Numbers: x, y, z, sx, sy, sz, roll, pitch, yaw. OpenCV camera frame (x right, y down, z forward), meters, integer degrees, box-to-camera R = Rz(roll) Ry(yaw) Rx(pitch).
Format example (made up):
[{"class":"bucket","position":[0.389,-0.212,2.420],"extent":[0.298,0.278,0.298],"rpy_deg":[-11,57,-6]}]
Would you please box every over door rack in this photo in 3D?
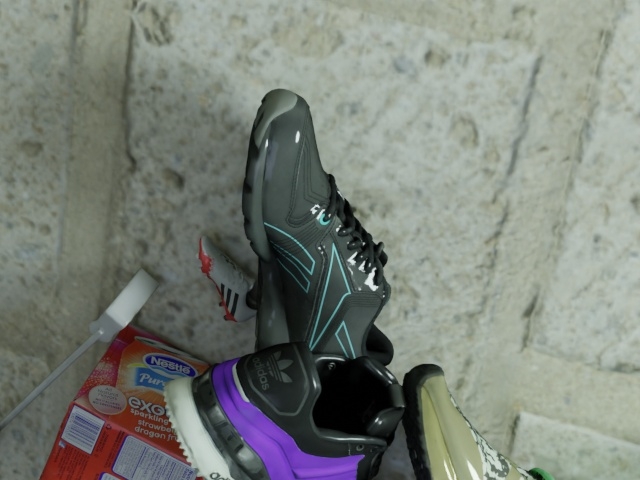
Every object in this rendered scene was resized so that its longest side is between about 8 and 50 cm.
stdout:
[{"class":"over door rack","position":[-0.328,0.072,1.474],"extent":[0.239,0.108,0.324],"rpy_deg":[40,125,-9]}]

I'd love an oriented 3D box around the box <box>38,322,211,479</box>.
[{"class":"box","position":[-0.166,0.214,1.494],"extent":[0.128,0.122,0.257],"rpy_deg":[27,125,3]}]

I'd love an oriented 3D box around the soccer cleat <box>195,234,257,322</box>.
[{"class":"soccer cleat","position":[-0.071,0.029,1.405],"extent":[0.035,0.029,0.083],"rpy_deg":[-14,118,17]}]

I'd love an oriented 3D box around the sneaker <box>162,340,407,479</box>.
[{"class":"sneaker","position":[0.010,0.160,1.361],"extent":[0.146,0.102,0.293],"rpy_deg":[-29,146,11]}]

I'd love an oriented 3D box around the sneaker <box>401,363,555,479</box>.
[{"class":"sneaker","position":[0.209,0.243,1.402],"extent":[0.182,0.158,0.410],"rpy_deg":[-34,105,1]}]

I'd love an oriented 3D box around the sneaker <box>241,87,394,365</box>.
[{"class":"sneaker","position":[0.000,0.000,1.332],"extent":[0.106,0.101,0.267],"rpy_deg":[2,130,8]}]
